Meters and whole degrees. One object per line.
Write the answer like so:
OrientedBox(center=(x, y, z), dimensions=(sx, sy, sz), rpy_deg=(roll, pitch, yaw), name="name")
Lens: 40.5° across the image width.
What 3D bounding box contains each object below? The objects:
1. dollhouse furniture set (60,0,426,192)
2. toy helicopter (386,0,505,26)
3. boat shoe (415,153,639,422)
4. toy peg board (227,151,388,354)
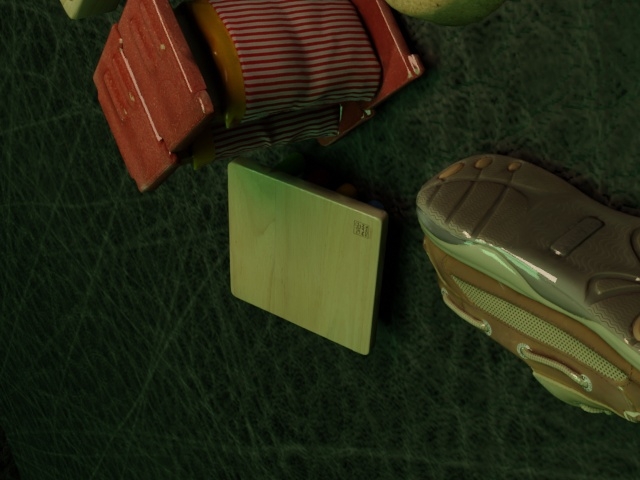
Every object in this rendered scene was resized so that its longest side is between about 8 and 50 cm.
OrientedBox(center=(-0.106, -0.243, 0.691), dimensions=(0.152, 0.201, 0.374), rpy_deg=(-36, 77, 56), name="dollhouse furniture set")
OrientedBox(center=(0.138, -0.207, 0.308), dimensions=(0.355, 0.140, 0.235), rpy_deg=(-49, 57, 40), name="toy helicopter")
OrientedBox(center=(0.197, 0.055, 0.574), dimensions=(0.324, 0.123, 0.116), rpy_deg=(39, 147, 40), name="boat shoe")
OrientedBox(center=(0.000, 0.000, 0.832), dimensions=(0.161, 0.079, 0.161), rpy_deg=(22, 131, 23), name="toy peg board")
